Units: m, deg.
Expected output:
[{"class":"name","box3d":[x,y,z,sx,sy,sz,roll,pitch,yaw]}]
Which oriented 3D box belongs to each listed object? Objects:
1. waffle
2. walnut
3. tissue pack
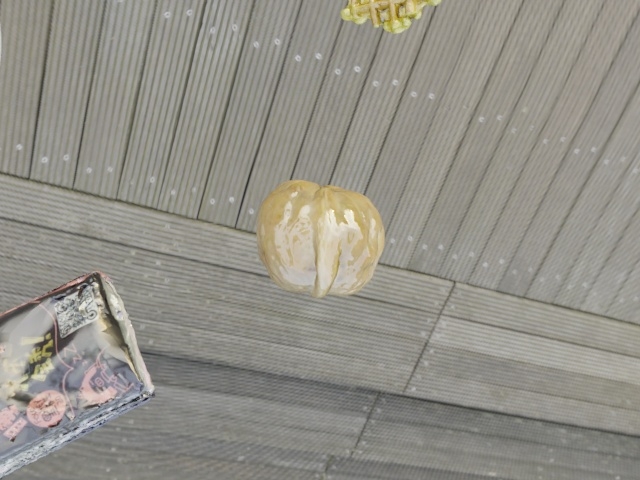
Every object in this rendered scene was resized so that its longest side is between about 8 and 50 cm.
[{"class":"waffle","box3d":[0.145,-0.578,1.128,0.058,0.282,0.300,-10,125,-57]},{"class":"walnut","box3d":[0.000,0.000,1.301,0.296,0.285,0.285,4,114,-14]},{"class":"tissue pack","box3d":[-0.461,0.217,0.913,0.332,0.245,0.123,-26,158,-10]}]
